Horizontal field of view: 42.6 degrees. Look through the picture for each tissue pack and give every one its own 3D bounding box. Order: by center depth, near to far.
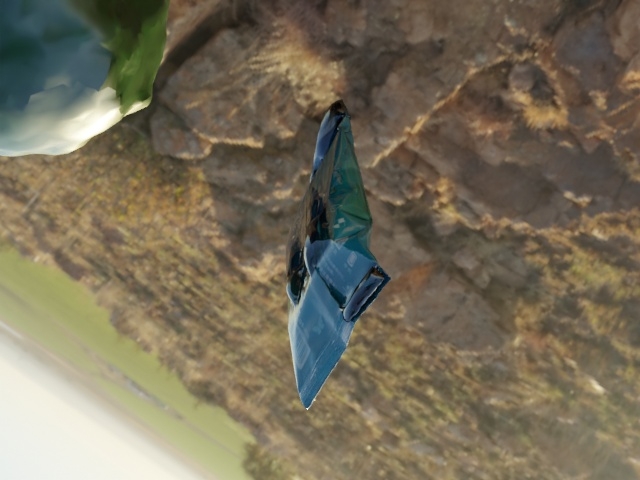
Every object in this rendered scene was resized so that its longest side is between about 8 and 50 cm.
[{"bbox_3d":[0.000,0.000,0.392,0.028,0.138,0.085,16,125,-14],"label":"tissue pack"}]

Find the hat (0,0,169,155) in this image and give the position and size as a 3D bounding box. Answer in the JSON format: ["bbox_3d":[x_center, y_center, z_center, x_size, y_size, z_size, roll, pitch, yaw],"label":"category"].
[{"bbox_3d":[-0.124,-0.252,0.377,0.285,0.285,0.400,96,154,-68],"label":"hat"}]
